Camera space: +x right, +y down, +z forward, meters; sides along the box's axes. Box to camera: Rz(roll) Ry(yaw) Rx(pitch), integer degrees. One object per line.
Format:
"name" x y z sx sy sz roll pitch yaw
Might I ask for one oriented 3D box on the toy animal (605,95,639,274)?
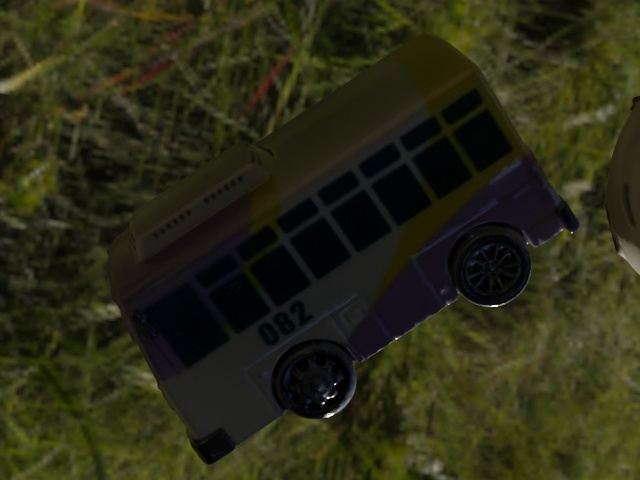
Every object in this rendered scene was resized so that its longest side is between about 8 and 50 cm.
"toy animal" 0.311 -0.028 0.933 0.165 0.235 0.187 72 40 -71

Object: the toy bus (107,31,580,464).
"toy bus" 0.000 0.000 1.391 0.249 0.440 0.209 55 3 -22
